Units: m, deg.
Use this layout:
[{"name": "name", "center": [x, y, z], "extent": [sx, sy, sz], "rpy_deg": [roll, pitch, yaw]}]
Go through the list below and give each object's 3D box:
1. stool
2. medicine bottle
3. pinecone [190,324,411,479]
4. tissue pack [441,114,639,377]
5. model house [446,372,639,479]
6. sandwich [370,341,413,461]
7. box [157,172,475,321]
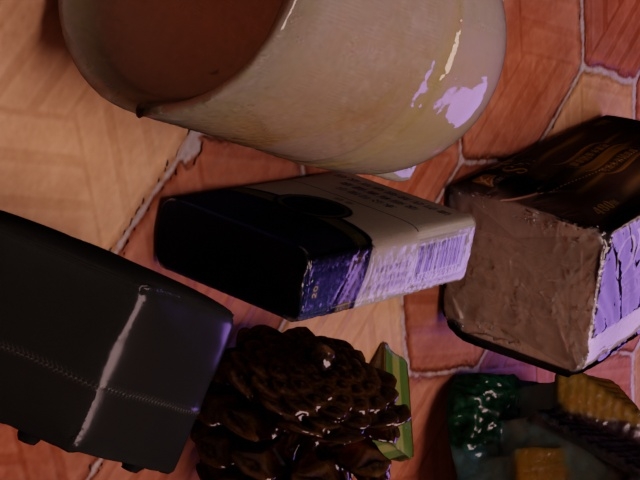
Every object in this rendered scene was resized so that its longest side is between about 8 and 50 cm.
[{"name": "stool", "center": [-0.188, 0.069, 1.102], "extent": [0.232, 0.232, 0.141], "rpy_deg": [27, 85, -55]}, {"name": "medicine bottle", "center": [0.012, -0.175, 1.234], "extent": [0.406, 0.236, 0.235], "rpy_deg": [12, 96, -55]}, {"name": "pinecone", "center": [-0.026, 0.178, 1.400], "extent": [0.208, 0.208, 0.207], "rpy_deg": [-28, 127, -45]}, {"name": "tissue pack", "center": [0.324, -0.005, 1.770], "extent": [0.370, 0.210, 0.198], "rpy_deg": [-25, 122, -47]}, {"name": "model house", "center": [0.325, 0.251, 1.791], "extent": [0.280, 0.249, 0.230], "rpy_deg": [13, 66, -56]}, {"name": "sandwich", "center": [0.051, 0.179, 1.659], "extent": [0.074, 0.074, 0.116], "rpy_deg": [46, 36, -52]}, {"name": "box", "center": [0.000, 0.000, 1.364], "extent": [0.259, 0.168, 0.071], "rpy_deg": [-10, 116, -53]}]
